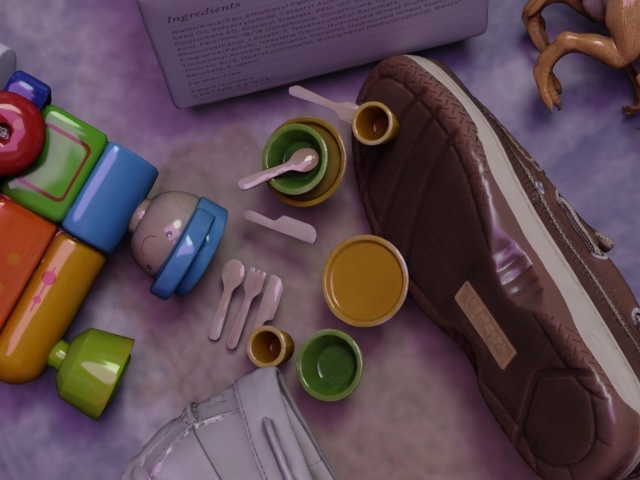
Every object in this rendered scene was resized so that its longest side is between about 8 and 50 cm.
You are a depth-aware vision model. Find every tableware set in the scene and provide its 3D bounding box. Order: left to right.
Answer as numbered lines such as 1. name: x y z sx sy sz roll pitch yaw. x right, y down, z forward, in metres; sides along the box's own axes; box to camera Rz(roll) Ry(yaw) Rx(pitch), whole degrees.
1. tableware set: 0.000 0.000 0.794 0.104 0.024 0.154 21 94 22

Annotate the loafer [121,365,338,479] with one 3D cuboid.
1. loafer: 0.034 0.199 0.727 0.111 0.112 0.319 -41 76 1

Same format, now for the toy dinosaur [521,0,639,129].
1. toy dinosaur: 0.156 -0.128 0.807 0.112 0.211 0.064 -24 28 29

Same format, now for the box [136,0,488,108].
1. box: -0.018 -0.191 0.815 0.181 0.119 0.181 -14 66 -1

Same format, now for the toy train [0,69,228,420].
1. toy train: -0.163 0.051 0.793 0.143 0.105 0.248 29 85 -8

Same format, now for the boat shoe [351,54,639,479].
1. boat shoe: 0.103 0.013 0.796 0.095 0.095 0.257 -2 56 -40

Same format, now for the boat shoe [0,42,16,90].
1. boat shoe: -0.218 -0.053 0.839 0.040 0.049 0.142 29 81 10
